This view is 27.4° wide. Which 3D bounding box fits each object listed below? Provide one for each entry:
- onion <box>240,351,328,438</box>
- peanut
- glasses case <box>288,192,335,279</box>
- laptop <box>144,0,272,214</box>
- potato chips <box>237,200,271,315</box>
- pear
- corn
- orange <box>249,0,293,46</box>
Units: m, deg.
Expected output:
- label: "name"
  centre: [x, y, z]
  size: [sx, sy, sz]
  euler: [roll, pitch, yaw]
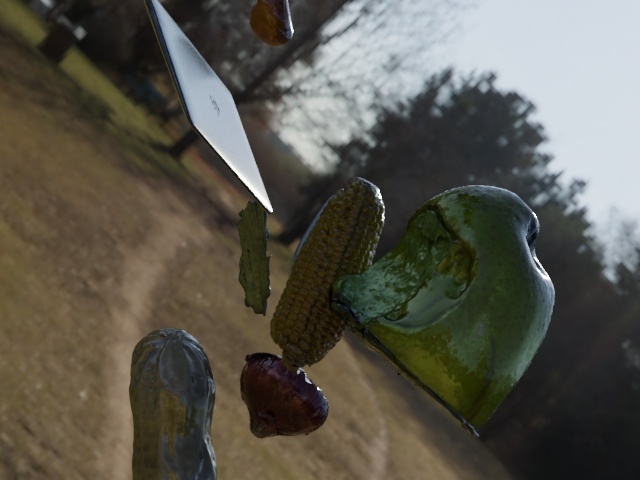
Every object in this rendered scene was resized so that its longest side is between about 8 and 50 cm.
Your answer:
- label: "onion"
  centre: [-0.079, 0.285, 2.331]
  size: [0.184, 0.147, 0.184]
  euler: [34, -29, 22]
- label: "peanut"
  centre: [-0.150, 0.195, 1.355]
  size: [0.090, 0.098, 0.214]
  euler: [6, 75, -41]
- label: "glasses case"
  centre: [0.000, 0.000, 1.936]
  size: [0.045, 0.178, 0.067]
  euler: [21, -40, 12]
- label: "laptop"
  centre: [-0.126, -0.151, 1.499]
  size: [0.269, 0.015, 0.187]
  euler: [51, 16, -64]
- label: "potato chips"
  centre: [-0.114, 0.022, 2.176]
  size: [0.092, 0.028, 0.207]
  euler: [16, -65, 49]
- label: "pear"
  centre: [0.169, 0.060, 1.537]
  size: [0.164, 0.255, 0.238]
  euler: [48, -3, -41]
- label: "corn"
  centre: [0.009, 0.045, 1.652]
  size: [0.097, 0.261, 0.097]
  euler: [22, 4, -2]
- label: "orange"
  centre: [-0.073, -0.323, 1.914]
  size: [0.086, 0.062, 0.086]
  euler: [-12, 90, -88]
